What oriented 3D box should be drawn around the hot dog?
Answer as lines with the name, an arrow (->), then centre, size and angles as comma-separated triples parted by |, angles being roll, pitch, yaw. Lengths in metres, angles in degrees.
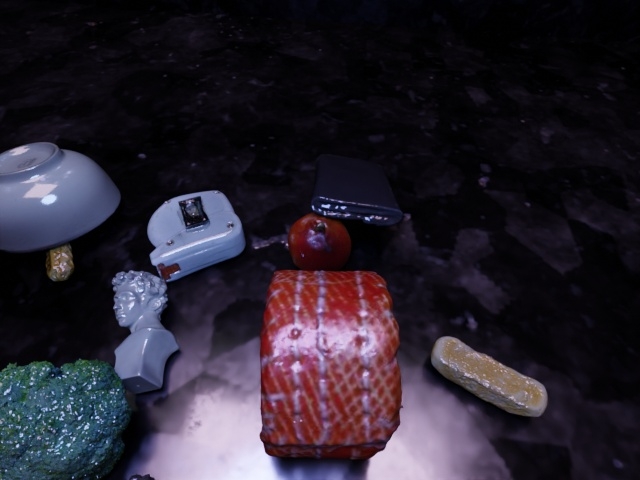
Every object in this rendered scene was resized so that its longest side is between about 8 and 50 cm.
hot dog -> 0.353, 0.296, 0.870 | 0.243, 0.073, 0.084 | 25, 51, 18

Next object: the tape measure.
tape measure -> -0.343, -0.026, 1.093 | 0.243, 0.125, 0.246 | -21, 54, -18

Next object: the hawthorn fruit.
hawthorn fruit -> 0.000, 0.000, 1.038 | 0.169, 0.188, 0.168 | 5, 57, -8

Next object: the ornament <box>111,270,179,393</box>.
ornament -> -0.395, 0.197, 0.912 | 0.121, 0.130, 0.285 | -24, 61, 1

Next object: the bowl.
bowl -> -0.765, -0.146, 1.105 | 0.354, 0.185, 0.353 | -3, 40, 3

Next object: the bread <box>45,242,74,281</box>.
bread -> -0.681, 0.059, 1.057 | 0.066, 0.060, 0.110 | -27, 57, -6

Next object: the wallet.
wallet -> 0.092, -0.156, 1.151 | 0.229, 0.062, 0.406 | 10, 27, -3

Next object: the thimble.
thimble -> 0.008, 0.218, 0.761 | 0.231, 0.350, 0.350 | 1, 50, -1

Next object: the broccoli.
broccoli -> -0.487, 0.325, 0.735 | 0.270, 0.269, 0.270 | 9, 42, 48

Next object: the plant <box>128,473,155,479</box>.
plant -> -0.350, 0.483, 0.695 | 0.174, 0.087, 0.085 | -38, 85, -23
